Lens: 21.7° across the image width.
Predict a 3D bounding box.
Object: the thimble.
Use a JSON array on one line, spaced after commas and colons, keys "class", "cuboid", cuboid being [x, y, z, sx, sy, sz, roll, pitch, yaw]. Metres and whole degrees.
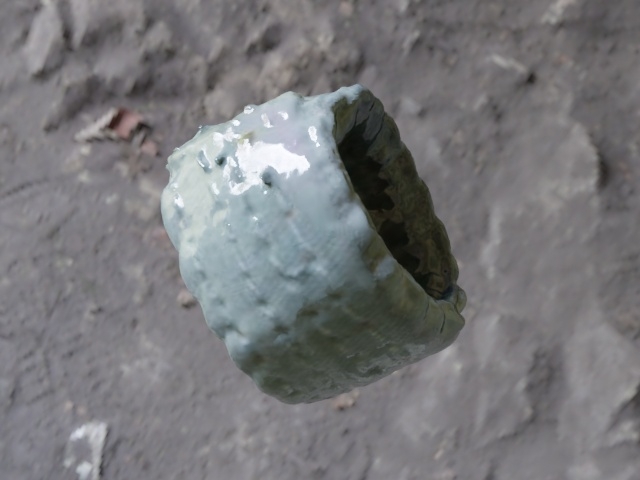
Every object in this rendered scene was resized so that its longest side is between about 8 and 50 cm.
[{"class": "thimble", "cuboid": [0.000, 0.000, 1.293, 0.250, 0.172, 0.205, 57, 19, -26]}]
